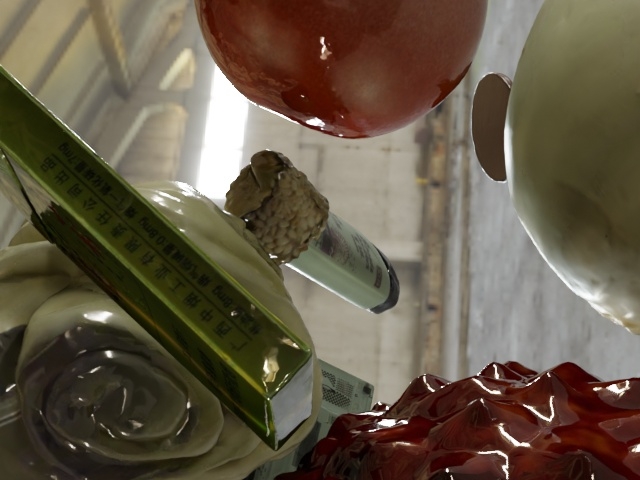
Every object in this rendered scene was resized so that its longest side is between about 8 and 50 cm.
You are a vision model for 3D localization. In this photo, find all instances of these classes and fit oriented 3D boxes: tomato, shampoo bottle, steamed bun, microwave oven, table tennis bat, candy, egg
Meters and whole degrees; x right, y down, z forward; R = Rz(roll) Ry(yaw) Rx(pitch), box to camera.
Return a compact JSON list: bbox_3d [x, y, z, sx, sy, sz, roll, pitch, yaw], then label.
[{"bbox_3d":[0.023,-0.276,1.067,0.321,0.321,0.321,4,-90,-87],"label":"tomato"},{"bbox_3d":[0.000,0.000,1.461,0.359,0.078,0.134,33,-148,-54],"label":"shampoo bottle"},{"bbox_3d":[-0.176,0.124,0.918,0.237,0.347,0.394,58,-139,-80],"label":"steamed bun"},{"bbox_3d":[-0.039,0.242,1.107,0.162,0.122,0.208,-54,14,40],"label":"microwave oven"},{"bbox_3d":[0.224,-0.126,1.232,0.220,0.019,0.130,-118,26,-62],"label":"table tennis bat"},{"bbox_3d":[-0.046,-0.033,1.071,0.095,0.110,0.085,-45,33,10],"label":"candy"},{"bbox_3d":[0.280,-0.103,0.750,0.283,0.283,0.345,89,-171,-61],"label":"egg"}]

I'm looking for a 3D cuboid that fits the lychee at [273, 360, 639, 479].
[{"bbox_3d":[0.107,0.279,0.583,0.424,0.500,0.424,174,90,-90],"label":"lychee"}]

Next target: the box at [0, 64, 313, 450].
[{"bbox_3d":[-0.130,0.008,0.684,0.043,0.311,0.173,-44,-14,-17],"label":"box"}]
